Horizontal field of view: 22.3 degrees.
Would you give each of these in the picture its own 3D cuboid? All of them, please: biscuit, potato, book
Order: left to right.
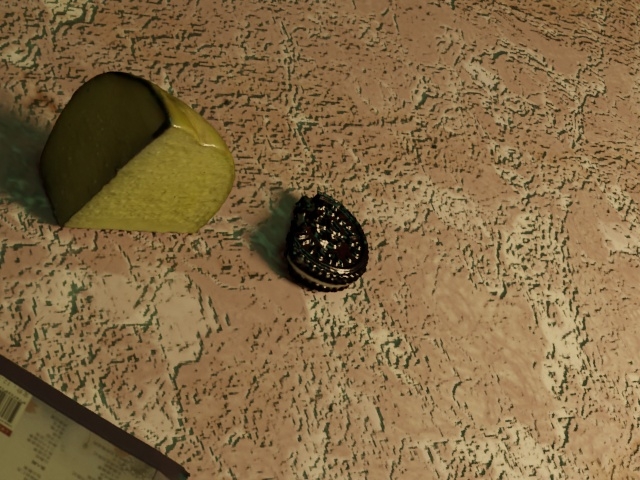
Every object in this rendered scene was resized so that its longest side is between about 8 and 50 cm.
[{"bbox_3d":[-0.182,0.184,0.968,0.157,0.026,0.231,33,40,-9],"label":"book"},{"bbox_3d":[-0.112,-0.071,1.155,0.120,0.149,0.081,2,60,-42],"label":"potato"},{"bbox_3d":[0.000,0.000,1.277,0.087,0.027,0.089,-6,61,-44],"label":"biscuit"}]
